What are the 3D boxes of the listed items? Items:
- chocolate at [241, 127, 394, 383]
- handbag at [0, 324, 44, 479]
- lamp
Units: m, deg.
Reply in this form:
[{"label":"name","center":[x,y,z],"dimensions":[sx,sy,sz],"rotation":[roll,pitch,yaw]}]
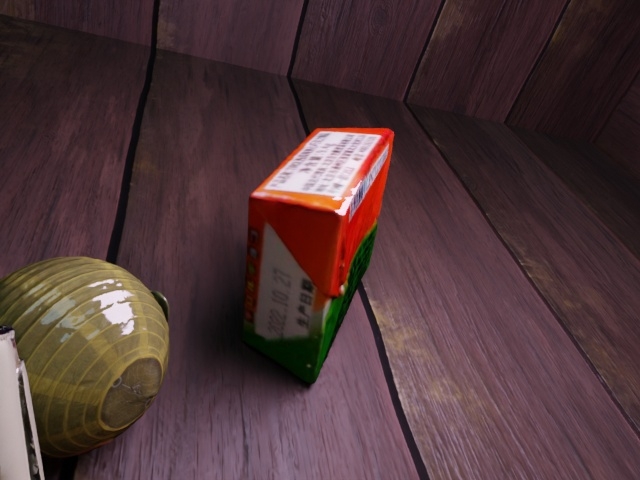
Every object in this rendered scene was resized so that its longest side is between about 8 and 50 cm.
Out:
[{"label":"chocolate","center":[0.000,0.000,0.937],"dimensions":[0.161,0.341,0.360],"rotation":[16,34,11]},{"label":"handbag","center":[-0.281,0.254,0.388],"dimensions":[0.160,0.236,0.358],"rotation":[-7,84,-37]},{"label":"lamp","center":[-0.336,0.133,0.665],"dimensions":[0.284,0.250,0.250],"rotation":[23,33,21]}]
